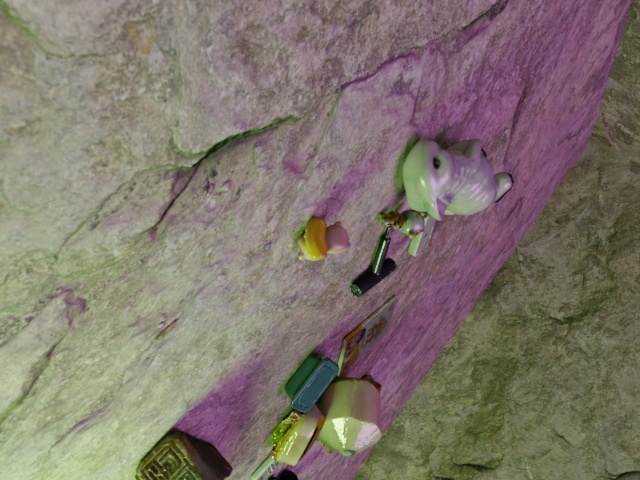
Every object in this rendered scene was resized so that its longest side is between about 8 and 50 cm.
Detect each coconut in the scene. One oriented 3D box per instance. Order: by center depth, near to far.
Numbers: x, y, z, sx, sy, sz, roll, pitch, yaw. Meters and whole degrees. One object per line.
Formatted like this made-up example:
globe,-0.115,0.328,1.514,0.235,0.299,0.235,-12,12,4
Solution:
coconut,0.101,0.633,1.691,0.244,0.238,0.239,-77,174,-46

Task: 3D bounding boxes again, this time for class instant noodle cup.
instant noodle cup,-0.032,0.420,1.444,0.179,0.070,0.157,-50,151,-9

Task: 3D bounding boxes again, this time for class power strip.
power strip,0.337,-0.032,1.568,0.081,0.035,0.192,-33,146,-37

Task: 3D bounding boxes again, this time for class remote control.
remote control,-0.164,0.764,1.655,0.190,0.029,0.088,-40,148,-26

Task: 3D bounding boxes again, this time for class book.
book,0.168,0.340,1.726,0.295,0.020,0.208,-32,144,-37

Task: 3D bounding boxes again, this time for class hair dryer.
hair dryer,0.161,0.052,1.377,0.173,0.050,0.195,-35,142,-36

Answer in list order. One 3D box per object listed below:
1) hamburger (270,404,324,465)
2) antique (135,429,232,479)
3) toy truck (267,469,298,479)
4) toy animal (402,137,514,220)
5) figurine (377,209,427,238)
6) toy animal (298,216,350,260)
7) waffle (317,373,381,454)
hamburger,-0.076,0.629,1.568,0.211,0.116,0.173,-63,160,5
antique,-0.297,0.548,1.117,0.125,0.150,0.284,-42,159,-14
toy truck,-0.139,0.976,1.781,0.148,0.165,0.224,-59,153,6
toy animal,0.343,-0.158,1.299,0.357,0.194,0.258,-7,129,-41
figurine,0.220,-0.054,1.303,0.101,0.143,0.068,-89,-161,-55
toy animal,0.000,0.000,1.037,0.114,0.092,0.082,-19,166,-31
waffle,0.120,0.714,1.988,0.307,0.091,0.213,-32,145,-35
